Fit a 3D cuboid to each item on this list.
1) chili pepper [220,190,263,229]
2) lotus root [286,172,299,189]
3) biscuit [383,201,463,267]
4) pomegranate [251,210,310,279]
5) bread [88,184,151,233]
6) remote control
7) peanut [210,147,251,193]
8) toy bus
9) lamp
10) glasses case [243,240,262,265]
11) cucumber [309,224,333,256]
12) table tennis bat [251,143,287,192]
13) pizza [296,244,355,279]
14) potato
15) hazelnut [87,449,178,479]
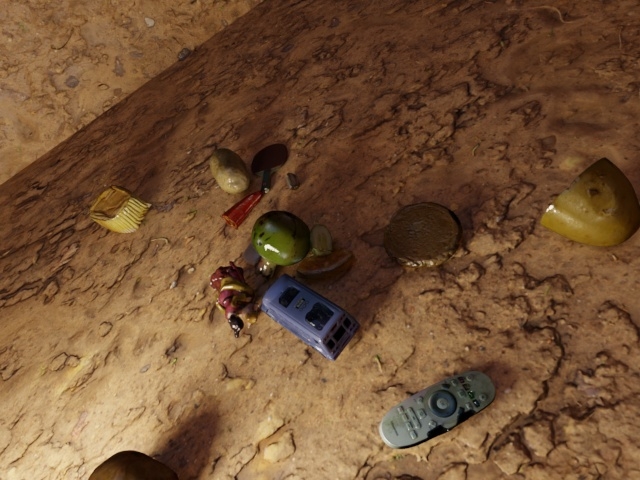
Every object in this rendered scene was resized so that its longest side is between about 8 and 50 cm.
[{"bbox_3d":[-0.264,-0.120,1.550,0.088,0.065,0.169,26,65,39],"label":"chili pepper"},{"bbox_3d":[-0.097,-0.206,1.555,0.037,0.030,0.083,-5,47,-17],"label":"lotus root"},{"bbox_3d":[0.275,-0.015,1.196,0.226,0.042,0.226,-14,50,17],"label":"biscuit"},{"bbox_3d":[-0.115,0.012,1.307,0.179,0.210,0.179,4,35,-3],"label":"pomegranate"},{"bbox_3d":[-0.808,-0.121,1.777,0.250,0.133,0.179,10,59,34],"label":"bread"},{"bbox_3d":[0.242,0.352,0.909,0.256,0.045,0.097,-26,47,2],"label":"remote control"},{"bbox_3d":[-0.339,-0.257,1.659,0.129,0.129,0.224,-31,55,1],"label":"peanut"},{"bbox_3d":[-0.049,0.178,1.138,0.292,0.133,0.125,27,69,40],"label":"toy bus"},{"bbox_3d":[-0.235,0.173,1.257,0.118,0.118,0.253,-37,45,-5],"label":"lamp"},{"bbox_3d":[-0.171,-0.001,1.408,0.074,0.049,0.193,23,67,38],"label":"glasses case"},{"bbox_3d":[0.000,0.000,1.266,0.067,0.035,0.107,6,44,-7],"label":"cucumber"},{"bbox_3d":[-0.199,-0.280,1.676,0.154,0.021,0.274,-14,46,16],"label":"table tennis bat"},{"bbox_3d":[0.016,0.056,1.267,0.175,0.046,0.134,-11,44,14],"label":"pizza"},{"bbox_3d":[0.628,-0.065,0.983,0.203,0.178,0.158,-32,59,-25],"label":"potato"},{"bbox_3d":[-0.428,0.576,0.972,0.210,0.186,0.210,-3,46,3],"label":"hazelnut"}]
